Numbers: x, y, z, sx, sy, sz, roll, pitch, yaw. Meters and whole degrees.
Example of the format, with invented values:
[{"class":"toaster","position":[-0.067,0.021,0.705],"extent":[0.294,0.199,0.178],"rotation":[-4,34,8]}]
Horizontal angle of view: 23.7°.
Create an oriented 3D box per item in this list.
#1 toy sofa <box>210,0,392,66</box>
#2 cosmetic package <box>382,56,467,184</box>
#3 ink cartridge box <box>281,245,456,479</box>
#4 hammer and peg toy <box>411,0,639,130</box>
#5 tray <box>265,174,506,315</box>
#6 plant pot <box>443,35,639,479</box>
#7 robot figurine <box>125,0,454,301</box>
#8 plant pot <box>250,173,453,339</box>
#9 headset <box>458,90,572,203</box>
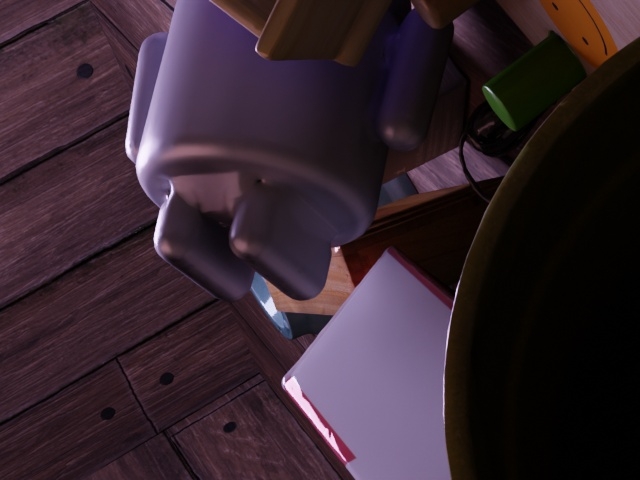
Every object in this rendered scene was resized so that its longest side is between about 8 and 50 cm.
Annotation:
[{"class":"toy sofa","position":[-0.083,-0.288,1.164],"extent":[0.362,0.150,0.177],"rotation":[38,-156,22]},{"class":"cosmetic package","position":[0.011,-0.102,1.437],"extent":[0.107,0.238,0.127],"rotation":[55,169,22]},{"class":"ink cartridge box","position":[0.194,0.203,1.256],"extent":[0.384,0.160,0.279],"rotation":[36,-176,-33]},{"class":"hammer and peg toy","position":[0.121,-0.183,0.902],"extent":[0.361,0.127,0.266],"rotation":[53,177,15]},{"class":"tray","position":[0.075,0.005,1.509],"extent":[0.411,0.202,0.076],"rotation":[168,82,-78]},{"class":"plant pot","position":[0.269,0.116,0.711],"extent":[0.366,0.366,0.353],"rotation":[54,179,27]},{"class":"robot figurine","position":[-0.035,-0.128,1.270],"extent":[0.300,0.354,0.200],"rotation":[1,156,27]},{"class":"plant pot","position":[0.000,0.000,1.859],"extent":[0.293,0.196,0.293],"rotation":[56,168,19]},{"class":"headset","position":[0.243,0.031,1.144],"extent":[0.394,0.185,0.243],"rotation":[48,179,-26]}]
